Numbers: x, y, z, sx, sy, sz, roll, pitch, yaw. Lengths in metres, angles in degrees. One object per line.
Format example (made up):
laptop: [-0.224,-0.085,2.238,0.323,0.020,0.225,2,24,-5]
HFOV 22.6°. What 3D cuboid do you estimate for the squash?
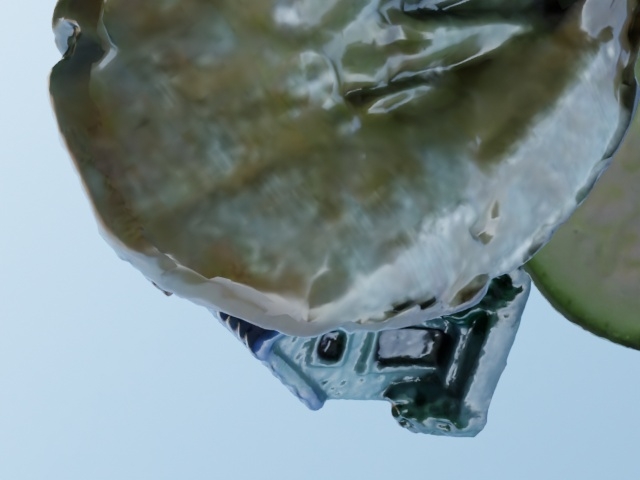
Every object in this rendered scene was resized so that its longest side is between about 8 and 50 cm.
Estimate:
squash: [0.355,-0.049,1.358,0.263,0.384,0.263,2,-86,32]

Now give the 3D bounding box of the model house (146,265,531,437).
model house: [0.000,0.000,1.496,0.252,0.329,0.295,50,-53,56]

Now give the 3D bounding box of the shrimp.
shrimp: [0.081,-0.132,0.686,0.445,0.221,0.110,-41,-174,-21]
